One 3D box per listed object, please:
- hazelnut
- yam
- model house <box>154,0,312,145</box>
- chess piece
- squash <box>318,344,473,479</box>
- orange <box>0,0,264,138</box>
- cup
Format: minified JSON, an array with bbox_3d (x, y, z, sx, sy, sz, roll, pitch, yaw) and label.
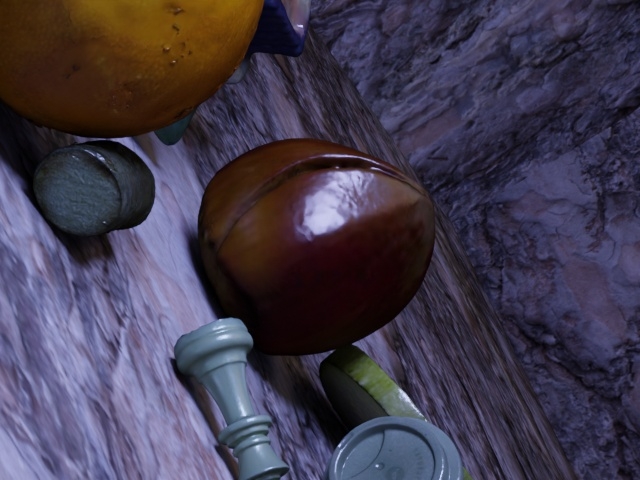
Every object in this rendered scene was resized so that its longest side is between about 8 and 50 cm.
[{"bbox_3d":[0.000,0.000,1.619,0.208,0.208,0.208,56,8,-13],"label":"hazelnut"},{"bbox_3d":[-0.155,-0.039,1.316,0.070,0.070,0.146,58,9,1],"label":"yam"},{"bbox_3d":[-0.135,-0.260,1.723,0.312,0.245,0.280,-64,156,-56],"label":"model house"},{"bbox_3d":[-0.056,0.132,1.343,0.149,0.059,0.059,67,11,21],"label":"chess piece"},{"bbox_3d":[0.081,0.183,1.714,0.219,0.041,0.219,47,-13,14],"label":"squash"},{"bbox_3d":[-0.155,-0.189,1.295,0.240,0.240,0.240,56,8,-13],"label":"orange"},{"bbox_3d":[0.069,0.226,1.573,0.141,0.120,0.120,70,-4,-50],"label":"cup"}]
